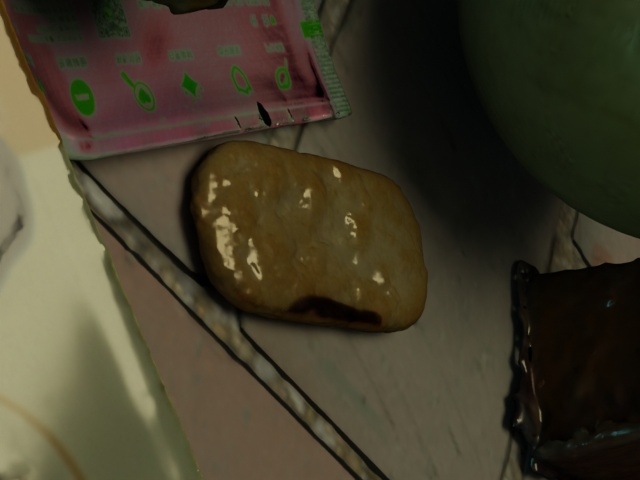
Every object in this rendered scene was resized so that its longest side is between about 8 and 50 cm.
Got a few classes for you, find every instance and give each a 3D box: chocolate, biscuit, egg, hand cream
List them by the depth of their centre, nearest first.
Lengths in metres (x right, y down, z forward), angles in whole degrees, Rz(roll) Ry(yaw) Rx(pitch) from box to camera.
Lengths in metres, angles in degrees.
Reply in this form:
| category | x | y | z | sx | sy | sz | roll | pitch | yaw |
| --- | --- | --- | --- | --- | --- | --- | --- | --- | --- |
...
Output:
| category | x | y | z | sx | sy | sz | roll | pitch | yaw |
| --- | --- | --- | --- | --- | --- | --- | --- | --- | --- |
| hand cream | -0.068 | -0.073 | 0.543 | 0.275 | 0.050 | 0.079 | -17 | 116 | -60 |
| biscuit | 0.000 | 0.000 | 0.621 | 0.147 | 0.018 | 0.071 | 10 | 67 | -51 |
| egg | 0.171 | -0.115 | 0.719 | 0.218 | 0.218 | 0.295 | 63 | 7 | -15 |
| chocolate | 0.227 | 0.096 | 0.813 | 0.321 | 0.112 | 0.112 | 29 | 53 | -45 |

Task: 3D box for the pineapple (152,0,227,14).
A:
| category | x | y | z | sx | sy | sz | roll | pitch | yaw |
| --- | --- | --- | --- | --- | --- | --- | --- | --- | --- |
| pineapple | -0.086 | -0.155 | 0.466 | 0.198 | 0.108 | 0.108 | 36 | 47 | -15 |

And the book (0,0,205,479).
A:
| category | x | y | z | sx | sy | sz | roll | pitch | yaw |
| --- | --- | --- | --- | --- | --- | --- | --- | --- | --- |
| book | -0.123 | 0.071 | 0.377 | 0.208 | 0.020 | 0.295 | -30 | 102 | -37 |
